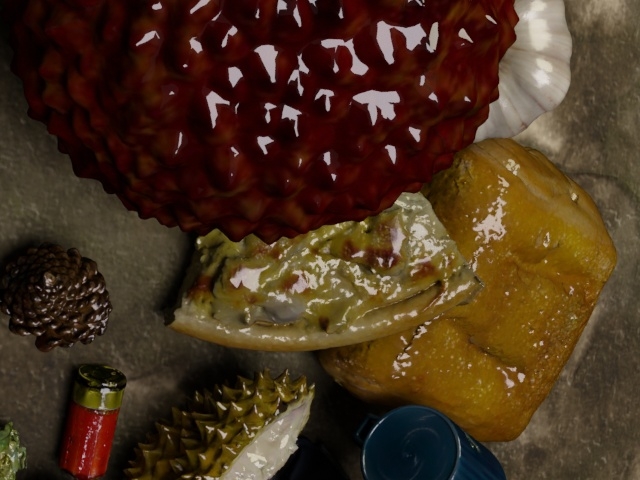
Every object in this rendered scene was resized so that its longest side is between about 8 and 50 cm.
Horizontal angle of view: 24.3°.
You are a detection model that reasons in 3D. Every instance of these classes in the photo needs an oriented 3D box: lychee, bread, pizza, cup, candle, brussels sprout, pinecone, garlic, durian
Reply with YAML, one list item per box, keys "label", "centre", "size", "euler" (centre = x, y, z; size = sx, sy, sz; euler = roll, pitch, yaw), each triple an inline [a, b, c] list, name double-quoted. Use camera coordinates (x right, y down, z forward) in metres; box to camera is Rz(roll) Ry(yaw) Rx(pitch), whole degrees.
- label: "lychee"
  centre: [-0.042, -0.195, 1.221]
  size: [0.424, 0.425, 0.500]
  euler: [-53, 158, -7]
- label: "bread"
  centre: [0.190, 0.066, 1.655]
  size: [0.328, 0.148, 0.337]
  euler: [31, 89, -40]
- label: "pizza"
  centre: [0.000, 0.000, 1.461]
  size: [0.323, 0.089, 0.223]
  euler: [-6, 100, -5]
- label: "cup"
  centre: [0.101, 0.239, 1.574]
  size: [0.131, 0.176, 0.155]
  euler: [-55, 150, -10]
- label: "candle"
  centre: [-0.226, 0.189, 1.458]
  size: [0.052, 0.052, 0.130]
  euler: [2, 108, -37]
- label: "brussels sprout"
  centre: [-0.310, 0.207, 1.399]
  size: [0.085, 0.058, 0.085]
  euler: [-41, 142, -42]
- label: "pinecone"
  centre: [-0.236, 0.058, 1.365]
  size: [0.102, 0.102, 0.109]
  euler: [-57, 138, -4]
- label: "garlic"
  centre: [0.173, -0.197, 1.562]
  size: [0.199, 0.199, 0.226]
  euler: [-69, 164, 6]
- label: "durian"
  centre: [-0.110, 0.216, 1.490]
  size: [0.249, 0.138, 0.183]
  euler: [-46, 148, -19]

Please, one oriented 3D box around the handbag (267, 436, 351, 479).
- label: "handbag"
  centre: [-0.036, 0.429, 1.654]
  size: [0.329, 0.122, 0.303]
  euler: [-42, 128, -14]
